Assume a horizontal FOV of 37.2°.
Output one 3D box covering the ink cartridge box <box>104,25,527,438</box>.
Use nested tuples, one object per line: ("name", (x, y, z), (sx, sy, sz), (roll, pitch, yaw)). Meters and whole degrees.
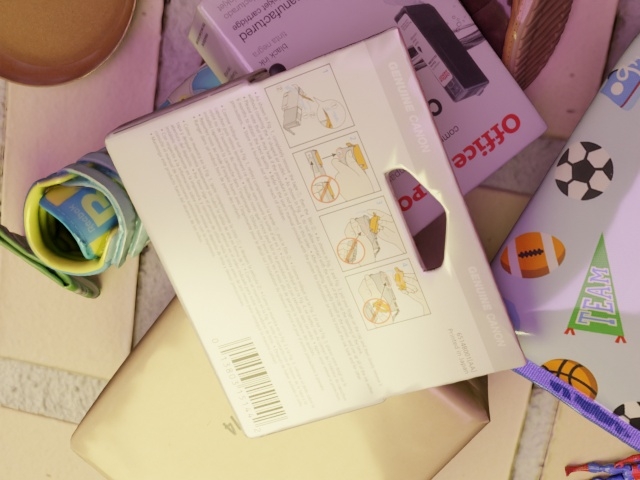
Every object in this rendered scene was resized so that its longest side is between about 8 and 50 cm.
("ink cartridge box", (0.000, 0.000, 0.790), (0.261, 0.066, 0.296), (-18, 106, 18))

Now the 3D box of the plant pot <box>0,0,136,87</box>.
("plant pot", (-0.295, -0.279, 0.991), (0.237, 0.032, 0.236), (3, 106, 11))

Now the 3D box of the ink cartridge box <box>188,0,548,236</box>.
("ink cartridge box", (0.041, -0.144, 0.867), (0.197, 0.114, 0.272), (-38, 96, -11))

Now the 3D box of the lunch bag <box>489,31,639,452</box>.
("lunch bag", (0.368, 0.033, 0.819), (0.386, 0.239, 0.327), (32, 109, 11))

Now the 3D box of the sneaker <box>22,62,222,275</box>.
("sneaker", (-0.153, -0.071, 0.922), (0.319, 0.208, 0.127), (-41, 92, 18))

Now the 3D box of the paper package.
("paper package", (-0.036, 0.164, 0.981), (0.309, 0.168, 0.325), (40, 109, 0))

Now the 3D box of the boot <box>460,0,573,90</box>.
("boot", (0.126, -0.269, 0.870), (0.207, 0.090, 0.248), (33, 149, 30))

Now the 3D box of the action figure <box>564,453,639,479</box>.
("action figure", (0.317, 0.245, 0.995), (0.115, 0.030, 0.038), (-14, 96, 14))

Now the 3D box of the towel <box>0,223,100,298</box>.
("towel", (-0.292, 0.021, 1.015), (0.113, 0.152, 0.023), (33, 82, 1))
